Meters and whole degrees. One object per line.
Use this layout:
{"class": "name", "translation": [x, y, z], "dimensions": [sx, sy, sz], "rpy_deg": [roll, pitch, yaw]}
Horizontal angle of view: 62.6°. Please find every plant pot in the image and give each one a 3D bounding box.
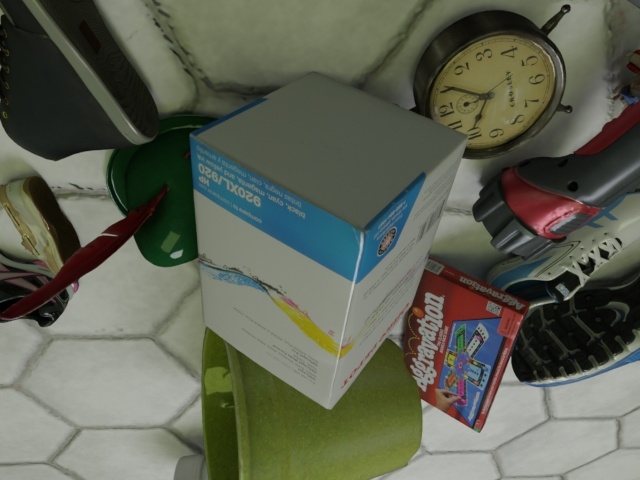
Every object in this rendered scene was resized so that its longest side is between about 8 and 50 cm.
{"class": "plant pot", "translation": [-0.014, 0.231, 0.711], "dimensions": [0.253, 0.276, 0.276], "rpy_deg": [-2, 134, -21]}

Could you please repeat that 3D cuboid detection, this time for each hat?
{"class": "hat", "translation": [-0.143, 0.004, 0.513], "dimensions": [0.208, 0.184, 0.173], "rpy_deg": [-28, 129, 19]}

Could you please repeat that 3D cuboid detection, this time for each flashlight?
{"class": "flashlight", "translation": [0.277, -0.097, 0.490], "dimensions": [0.103, 0.103, 0.304], "rpy_deg": [41, 135, 3]}

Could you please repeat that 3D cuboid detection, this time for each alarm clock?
{"class": "alarm clock", "translation": [0.135, -0.138, 0.495], "dimensions": [0.192, 0.064, 0.129], "rpy_deg": [-19, 132, 8]}

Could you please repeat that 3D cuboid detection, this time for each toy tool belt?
{"class": "toy tool belt", "translation": [0.318, -0.144, 0.519], "dimensions": [0.083, 0.052, 0.051], "rpy_deg": [26, 116, -26]}

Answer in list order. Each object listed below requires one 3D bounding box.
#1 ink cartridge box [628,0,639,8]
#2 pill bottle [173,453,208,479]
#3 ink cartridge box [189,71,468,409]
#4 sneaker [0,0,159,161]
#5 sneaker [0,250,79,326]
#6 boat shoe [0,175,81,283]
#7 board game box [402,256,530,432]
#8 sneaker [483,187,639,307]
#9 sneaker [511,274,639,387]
{"class": "ink cartridge box", "translation": [0.278, -0.279, 0.272], "dimensions": [0.129, 0.223, 0.307], "rpy_deg": [25, 125, -27]}
{"class": "pill bottle", "translation": [-0.094, 0.428, 0.920], "dimensions": [0.301, 0.169, 0.169], "rpy_deg": [-6, 133, -1]}
{"class": "ink cartridge box", "translation": [0.000, 0.000, 0.496], "dimensions": [0.168, 0.171, 0.233], "rpy_deg": [29, 136, 22]}
{"class": "sneaker", "translation": [-0.240, -0.156, 0.426], "dimensions": [0.118, 0.083, 0.222], "rpy_deg": [-14, 130, 13]}
{"class": "sneaker", "translation": [-0.382, 0.054, 0.607], "dimensions": [0.178, 0.077, 0.072], "rpy_deg": [10, 129, -14]}
{"class": "boat shoe", "translation": [-0.306, -0.008, 0.581], "dimensions": [0.045, 0.050, 0.135], "rpy_deg": [-6, 123, 4]}
{"class": "board game box", "translation": [0.186, 0.154, 0.737], "dimensions": [0.145, 0.027, 0.281], "rpy_deg": [27, 140, 28]}
{"class": "sneaker", "translation": [0.315, 0.026, 0.652], "dimensions": [0.237, 0.086, 0.085], "rpy_deg": [-38, 124, 24]}
{"class": "sneaker", "translation": [0.433, 0.134, 0.735], "dimensions": [0.330, 0.130, 0.147], "rpy_deg": [-27, 127, 18]}
